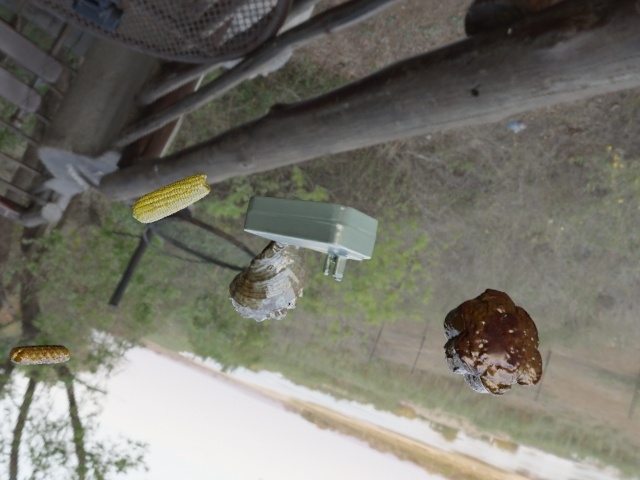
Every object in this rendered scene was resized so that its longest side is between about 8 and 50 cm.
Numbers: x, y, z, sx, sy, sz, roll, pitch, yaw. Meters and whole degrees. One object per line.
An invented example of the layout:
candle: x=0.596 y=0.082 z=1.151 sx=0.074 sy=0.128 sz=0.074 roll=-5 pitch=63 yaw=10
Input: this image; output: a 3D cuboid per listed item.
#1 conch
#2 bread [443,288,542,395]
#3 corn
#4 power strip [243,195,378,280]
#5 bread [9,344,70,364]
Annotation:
conch: x=-0.131 y=0.112 z=2.015 sx=0.210 sy=0.297 sz=0.352 roll=42 pitch=133 yaw=-7
bread: x=0.399 y=0.242 z=1.492 sx=0.232 sy=0.246 sz=0.135 roll=-8 pitch=167 yaw=-27
corn: x=-0.348 y=-0.096 z=1.454 sx=0.206 sy=0.067 sz=0.067 roll=-22 pitch=148 yaw=14
power strip: x=0.000 y=0.000 z=1.270 sx=0.229 sy=0.141 sz=0.261 roll=9 pitch=175 yaw=30
bread: x=-0.686 y=0.280 z=1.537 sx=0.052 sy=0.044 sz=0.157 roll=15 pitch=179 yaw=28
